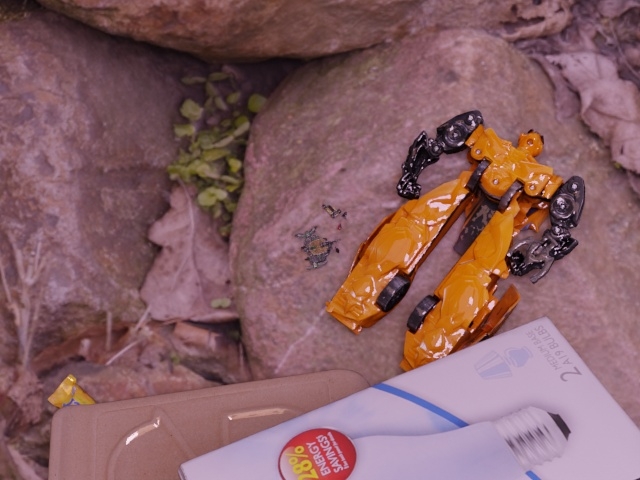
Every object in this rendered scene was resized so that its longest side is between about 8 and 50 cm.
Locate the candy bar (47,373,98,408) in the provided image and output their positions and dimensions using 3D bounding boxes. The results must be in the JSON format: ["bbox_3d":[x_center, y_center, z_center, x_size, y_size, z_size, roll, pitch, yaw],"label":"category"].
[{"bbox_3d":[-0.243,0.216,1.351,0.161,0.018,0.040,38,86,20],"label":"candy bar"}]

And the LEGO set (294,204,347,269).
[{"bbox_3d":[0.003,0.000,1.353,0.054,0.023,0.083,39,73,17],"label":"LEGO set"}]

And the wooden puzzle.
[{"bbox_3d":[-0.104,0.306,1.223,0.347,0.080,0.322,-6,57,1],"label":"wooden puzzle"}]

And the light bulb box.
[{"bbox_3d":[0.117,0.305,0.980,0.361,0.225,0.358,-21,42,-12],"label":"light bulb box"}]

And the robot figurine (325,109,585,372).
[{"bbox_3d":[0.148,0.003,1.282,0.211,0.085,0.291,37,87,19],"label":"robot figurine"}]
